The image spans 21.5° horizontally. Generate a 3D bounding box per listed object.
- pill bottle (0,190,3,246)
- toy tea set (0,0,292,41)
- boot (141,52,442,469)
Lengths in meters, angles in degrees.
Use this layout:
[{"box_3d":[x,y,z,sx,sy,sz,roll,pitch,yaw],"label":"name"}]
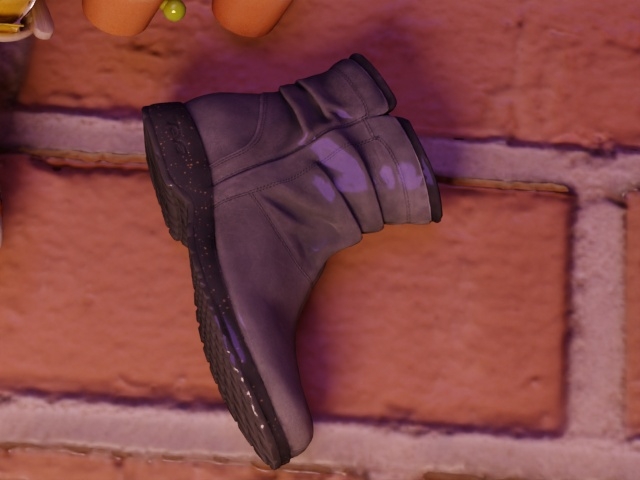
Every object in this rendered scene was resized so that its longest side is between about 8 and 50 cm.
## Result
[{"box_3d":[-0.350,-0.108,1.388,0.162,0.162,0.278,-9,61,-3],"label":"pill bottle"},{"box_3d":[-0.169,-0.270,1.428,0.336,0.124,0.200,-2,51,-29],"label":"toy tea set"},{"box_3d":[0.000,0.000,1.349,0.223,0.118,0.338,-14,67,-11],"label":"boot"}]
